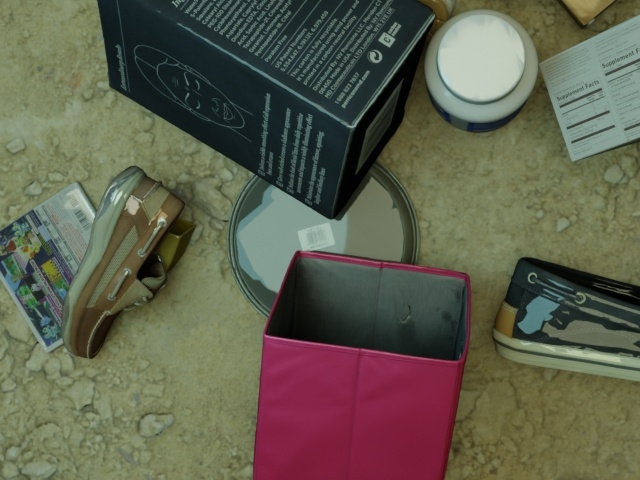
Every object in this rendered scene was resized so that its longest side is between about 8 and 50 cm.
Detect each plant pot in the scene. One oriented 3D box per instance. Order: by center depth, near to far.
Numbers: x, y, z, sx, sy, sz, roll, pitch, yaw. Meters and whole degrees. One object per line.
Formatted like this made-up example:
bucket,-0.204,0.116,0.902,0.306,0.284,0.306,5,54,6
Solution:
plant pot,-0.245,0.009,1.746,0.082,0.081,0.083,20,107,6

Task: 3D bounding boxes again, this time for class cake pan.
cake pan,0.000,0.000,1.728,0.293,0.054,0.293,0,90,7

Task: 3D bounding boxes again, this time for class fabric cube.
fabric cube,0.060,0.194,1.582,0.259,0.254,0.258,7,115,6

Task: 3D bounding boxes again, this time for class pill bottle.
pill bottle,0.218,-0.232,1.591,0.152,0.272,0.152,0,90,6

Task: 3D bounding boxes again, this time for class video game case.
video game case,-0.396,0.041,1.789,0.183,0.023,0.201,-32,88,6

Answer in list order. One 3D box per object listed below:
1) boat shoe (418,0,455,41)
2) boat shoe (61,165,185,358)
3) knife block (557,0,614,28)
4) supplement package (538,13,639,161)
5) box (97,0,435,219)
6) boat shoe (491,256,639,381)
boat shoe,0.065,-0.339,1.704,0.277,0.096,0.098,8,127,22
boat shoe,-0.282,0.051,1.667,0.116,0.123,0.324,25,122,1
knife block,0.351,-0.435,1.657,0.276,0.088,0.242,-39,89,12
supplement package,0.465,-0.222,1.542,0.262,0.204,0.145,-17,88,-33
box,-0.082,-0.257,1.584,0.396,0.293,0.212,31,69,7
boat shoe,0.492,0.112,1.610,0.500,0.187,0.155,7,97,12
